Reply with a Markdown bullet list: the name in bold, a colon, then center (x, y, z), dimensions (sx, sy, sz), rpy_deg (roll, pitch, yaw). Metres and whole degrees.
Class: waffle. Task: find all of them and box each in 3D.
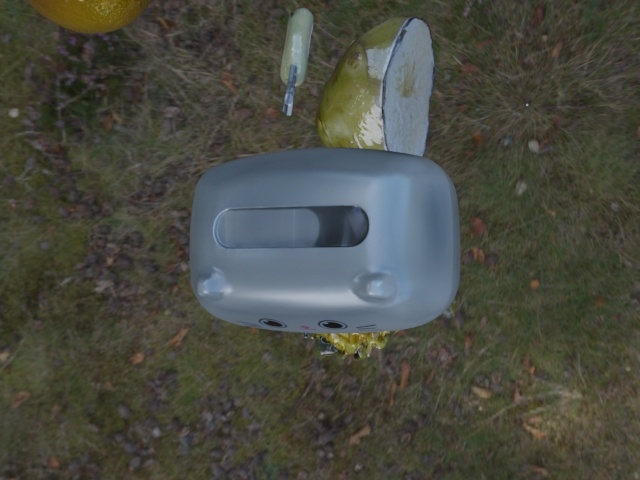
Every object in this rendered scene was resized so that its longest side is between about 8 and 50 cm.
- **waffle**: center (0.038, 0.085, 1.595), dimensions (0.329, 0.062, 0.329), rpy_deg (12, 110, 36)

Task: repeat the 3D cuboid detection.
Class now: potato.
- **potato**: center (0.093, -0.284, 1.584), dimensions (0.196, 0.246, 0.300), rpy_deg (13, 109, 25)

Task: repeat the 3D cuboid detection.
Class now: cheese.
- **cheese**: center (-0.048, -0.315, 1.504), dimensions (0.049, 0.235, 0.127), rpy_deg (8, 134, -5)

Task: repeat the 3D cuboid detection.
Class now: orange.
- **orange**: center (-0.361, -0.429, 1.256), dimensions (0.236, 0.236, 0.236), rpy_deg (2, 100, 14)

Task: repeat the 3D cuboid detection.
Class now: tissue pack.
- **tissue pack**: center (0.000, 0.000, 1.021), dimensions (0.333, 0.236, 0.229), rpy_deg (-1, 88, 20)
